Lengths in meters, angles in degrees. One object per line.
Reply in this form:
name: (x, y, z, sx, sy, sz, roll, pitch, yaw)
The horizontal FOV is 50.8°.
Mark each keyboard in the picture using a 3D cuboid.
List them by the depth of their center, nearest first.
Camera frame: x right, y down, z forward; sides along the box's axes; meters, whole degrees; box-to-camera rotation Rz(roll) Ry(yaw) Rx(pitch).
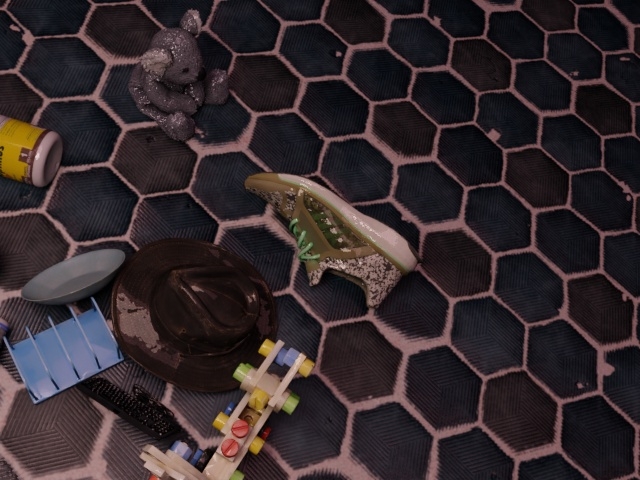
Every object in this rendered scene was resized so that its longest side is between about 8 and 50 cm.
keyboard: (-0.330, 0.283, 1.193, 0.192, 0.100, 0.038, 27, 96, 18)

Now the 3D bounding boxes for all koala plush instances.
koala plush: (-0.313, -0.368, 1.433, 0.203, 0.221, 0.196, 34, 63, 4)

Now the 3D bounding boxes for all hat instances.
hat: (-0.215, 0.119, 1.255, 0.332, 0.134, 0.331, 10, 64, -22)

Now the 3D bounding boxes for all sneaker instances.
sneaker: (0.000, 0.000, 1.393, 0.411, 0.158, 0.182, 30, 80, 7)

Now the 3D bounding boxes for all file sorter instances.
file sorter: (-0.460, 0.192, 1.206, 0.170, 0.104, 0.118, -26, 73, -22)

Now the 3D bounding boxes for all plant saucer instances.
plant saucer: (-0.451, 0.075, 1.249, 0.195, 0.195, 0.037, -26, 113, -22)

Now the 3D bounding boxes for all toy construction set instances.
toy construction set: (-0.149, 0.325, 1.154, 0.328, 0.215, 0.151, -39, 79, -25)

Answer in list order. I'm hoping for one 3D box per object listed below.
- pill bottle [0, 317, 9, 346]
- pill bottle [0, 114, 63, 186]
pill bottle: (-0.611, 0.198, 1.183, 0.078, 0.078, 0.137, 17, 63, -5)
pill bottle: (-0.635, -0.189, 1.334, 0.215, 0.117, 0.117, 17, 63, -5)
